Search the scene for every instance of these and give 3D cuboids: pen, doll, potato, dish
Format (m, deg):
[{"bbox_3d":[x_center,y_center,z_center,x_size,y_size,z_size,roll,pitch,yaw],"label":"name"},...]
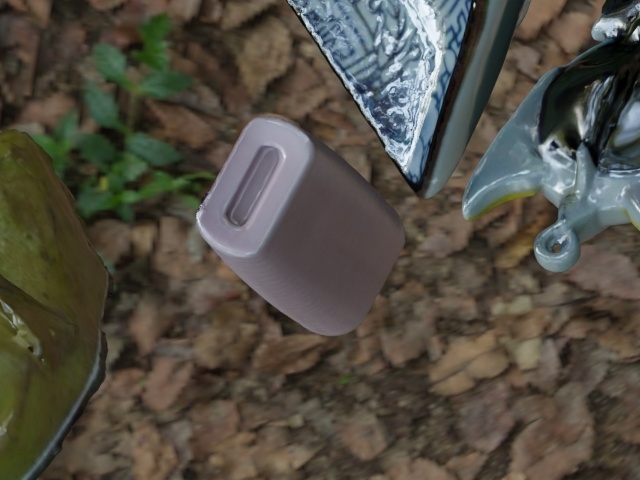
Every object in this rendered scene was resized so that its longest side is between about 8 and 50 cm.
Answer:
[{"bbox_3d":[0.000,0.000,0.582,0.032,0.197,0.053,27,85,15],"label":"pen"},{"bbox_3d":[0.220,-0.109,1.242,0.145,0.103,0.316,27,70,5],"label":"doll"},{"bbox_3d":[-0.262,0.044,1.026,0.246,0.299,0.196,-33,115,15],"label":"potato"},{"bbox_3d":[0.024,-0.163,0.754,0.080,0.182,0.243,-25,69,-16],"label":"dish"}]
